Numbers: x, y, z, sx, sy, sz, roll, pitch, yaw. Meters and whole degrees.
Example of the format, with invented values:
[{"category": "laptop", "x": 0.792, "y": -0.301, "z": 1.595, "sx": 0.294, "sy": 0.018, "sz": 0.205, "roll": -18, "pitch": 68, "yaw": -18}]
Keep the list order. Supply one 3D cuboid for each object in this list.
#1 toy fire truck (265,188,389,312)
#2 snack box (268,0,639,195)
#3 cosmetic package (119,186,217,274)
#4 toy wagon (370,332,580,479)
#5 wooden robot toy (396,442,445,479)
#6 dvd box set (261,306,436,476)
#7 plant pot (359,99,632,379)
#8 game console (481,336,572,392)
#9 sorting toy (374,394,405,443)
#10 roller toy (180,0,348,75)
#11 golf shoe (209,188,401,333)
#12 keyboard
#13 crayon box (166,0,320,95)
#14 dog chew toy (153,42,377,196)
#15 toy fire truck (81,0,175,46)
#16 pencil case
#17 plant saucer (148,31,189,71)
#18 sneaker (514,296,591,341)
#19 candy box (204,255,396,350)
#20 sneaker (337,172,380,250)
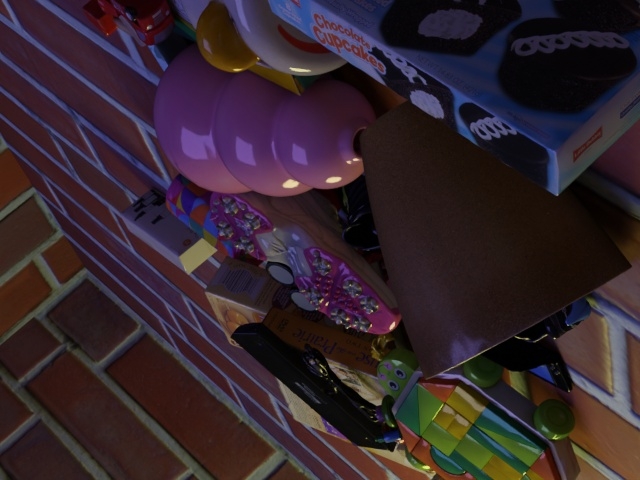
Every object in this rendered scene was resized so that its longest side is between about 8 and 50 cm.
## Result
[{"category": "toy fire truck", "x": 0.019, "y": 0.014, "z": 1.838, "sx": 0.246, "sy": 0.158, "sz": 0.217, "roll": -5, "pitch": 133, "yaw": 45}, {"category": "snack box", "x": 0.125, "y": -0.187, "z": 0.991, "sx": 0.322, "sy": 0.187, "sz": 0.060, "roll": 37, "pitch": 160, "yaw": 32}, {"category": "cosmetic package", "x": -0.316, "y": -0.023, "z": 2.634, "sx": 0.239, "sy": 0.099, "sz": 0.060, "roll": 31, "pitch": 157, "yaw": 43}, {"category": "toy wagon", "x": 0.201, "y": 0.262, "z": 1.804, "sx": 0.344, "sy": 0.068, "sz": 0.267, "roll": 36, "pitch": 139, "yaw": 10}, {"category": "wooden robot toy", "x": 0.187, "y": 0.355, "z": 1.949, "sx": 0.173, "sy": 0.079, "sz": 0.076, "roll": 15, "pitch": 148, "yaw": 30}, {"category": "dvd box set", "x": 0.116, "y": 0.272, "z": 2.043, "sx": 0.420, "sy": 0.062, "sz": 0.308, "roll": 18, "pitch": 151, "yaw": 26}, {"category": "plant pot", "x": 0.152, "y": -0.025, "z": 1.286, "sx": 0.254, "sy": 0.237, "sz": 0.237, "roll": 62, "pitch": 165, "yaw": 7}, {"category": "game console", "x": 0.255, "y": 0.163, "z": 1.652, "sx": 0.122, "sy": 0.071, "sz": 0.107, "roll": 28, "pitch": 154, "yaw": 50}, {"category": "sorting toy", "x": 0.103, "y": 0.283, "z": 1.929, "sx": 0.102, "sy": 0.042, "sz": 0.061, "roll": 56, "pitch": -154, "yaw": -42}, {"category": "roller toy", "x": -0.030, "y": -0.259, "z": 1.204, "sx": 0.146, "sy": 0.209, "sz": 0.191, "roll": 26, "pitch": 116, "yaw": 49}, {"category": "golf shoe", "x": 0.000, "y": 0.000, "z": 1.705, "sx": 0.306, "sy": 0.140, "sz": 0.115, "roll": 39, "pitch": 140, "yaw": 4}, {"category": "keyboard", "x": 0.006, "y": 0.234, "z": 1.993, "sx": 0.317, "sy": 0.033, "sz": 0.201, "roll": 43, "pitch": 158, "yaw": -21}, {"category": "crayon box", "x": -0.146, "y": -0.368, "z": 1.406, "sx": 0.313, "sy": 0.106, "sz": 0.363, "roll": 33, "pitch": 158, "yaw": 43}, {"category": "dog chew toy", "x": -0.060, "y": -0.147, "z": 1.556, "sx": 0.331, "sy": 0.206, "sz": 0.207, "roll": 16, "pitch": 145, "yaw": 46}, {"category": "toy fire truck", "x": -0.244, "y": -0.288, "z": 1.579, "sx": 0.192, "sy": 0.047, "sz": 0.135, "roll": 40, "pitch": 164, "yaw": 31}, {"category": "pencil case", "x": -0.177, "y": -0.037, "z": 2.256, "sx": 0.236, "sy": 0.104, "sz": 0.104, "roll": 38, "pitch": 160, "yaw": 33}, {"category": "plant saucer", "x": -0.203, "y": -0.252, "z": 1.817, "sx": 0.318, "sy": 0.043, "sz": 0.317, "roll": 56, "pitch": 177, "yaw": 4}, {"category": "sneaker", "x": 0.238, "y": 0.076, "z": 1.485, "sx": 0.067, "sy": 0.078, "sz": 0.188, "roll": 55, "pitch": 163, "yaw": -21}, {"category": "candy box", "x": -0.029, "y": 0.150, "z": 2.156, "sx": 0.316, "sy": 0.088, "sz": 0.183, "roll": 19, "pitch": 152, "yaw": 25}, {"category": "sneaker", "x": 0.058, "y": -0.038, "z": 1.635, "sx": 0.084, "sy": 0.097, "sz": 0.234, "roll": 59, "pitch": 164, "yaw": -17}]
